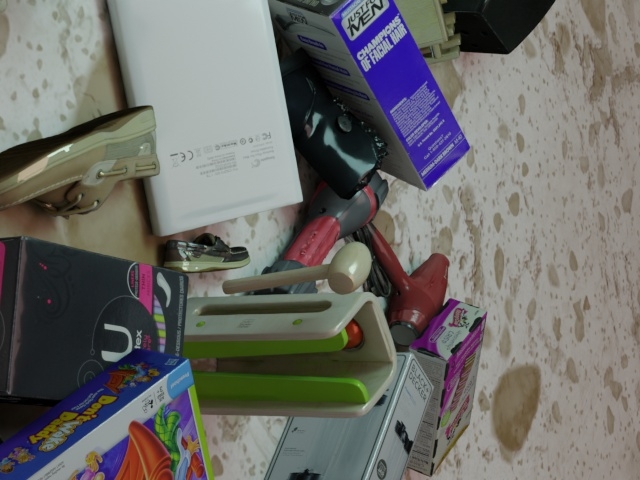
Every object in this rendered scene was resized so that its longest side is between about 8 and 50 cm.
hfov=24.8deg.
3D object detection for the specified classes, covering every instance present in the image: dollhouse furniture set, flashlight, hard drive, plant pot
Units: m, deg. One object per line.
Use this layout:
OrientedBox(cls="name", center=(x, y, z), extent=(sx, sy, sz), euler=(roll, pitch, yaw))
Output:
OrientedBox(cls="dollhouse furniture set", center=(0.116, -0.371, 2.292), extent=(0.242, 0.161, 0.212), euler=(-72, 148, -67))
OrientedBox(cls="flashlight", center=(0.000, 0.000, 2.056), extent=(0.304, 0.103, 0.103), euler=(-57, 150, -47))
OrientedBox(cls="hard drive", center=(-0.143, -0.177, 1.835), extent=(0.203, 0.040, 0.307), euler=(-15, 100, -25))
OrientedBox(cls="plant pot", center=(0.275, -0.420, 2.472), extent=(0.187, 0.188, 0.167), euler=(42, 64, -47))

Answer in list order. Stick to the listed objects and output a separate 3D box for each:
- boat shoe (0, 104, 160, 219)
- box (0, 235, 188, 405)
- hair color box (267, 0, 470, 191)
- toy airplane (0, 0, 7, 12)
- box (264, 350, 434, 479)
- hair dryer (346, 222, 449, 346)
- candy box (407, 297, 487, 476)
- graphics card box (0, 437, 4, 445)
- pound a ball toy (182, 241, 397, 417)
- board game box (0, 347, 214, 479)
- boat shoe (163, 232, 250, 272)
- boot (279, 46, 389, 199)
OrientedBox(cls="boat shoe", center=(-0.275, -0.074, 1.647), extent=(0.302, 0.109, 0.098), euler=(-35, 115, -59))
OrientedBox(cls="box", center=(-0.283, 0.097, 1.578), extent=(0.270, 0.143, 0.165), euler=(15, 75, -55))
OrientedBox(cls="hair color box", center=(0.066, -0.243, 2.096), extent=(0.110, 0.185, 0.339), euler=(-45, 129, -14))
OrientedBox(cls="toy airplane", center=(-0.299, -0.431, 1.551), extent=(0.386, 0.272, 0.384), euler=(-10, 83, -21))
OrientedBox(cls="box", center=(0.034, 0.293, 2.026), extent=(0.087, 0.169, 0.290), euler=(56, 43, -38))
OrientedBox(cls="hair dryer", center=(0.126, 0.054, 2.275), extent=(0.293, 0.080, 0.223), euler=(3, 84, -57))
OrientedBox(cls="candy box", center=(0.189, 0.231, 2.285), extent=(0.159, 0.071, 0.233), euler=(-44, 147, -49))
OrientedBox(cls="graphics card box", center=(-0.383, 0.308, 1.449), extent=(0.371, 0.094, 0.232), euler=(60, 41, -33))
OrientedBox(cls="pound a ball toy", center=(-0.042, 0.096, 1.789), extent=(0.136, 0.319, 0.208), euler=(-47, 125, -49))
OrientedBox(cls="board game box", center=(-0.246, 0.293, 1.461), extent=(0.347, 0.078, 0.233), euler=(-37, 125, -46))
OrientedBox(cls="boat shoe", center=(-0.143, 0.015, 1.883), extent=(0.152, 0.056, 0.049), euler=(-8, 99, -57))
OrientedBox(cls="boot", center=(-0.016, -0.141, 1.992), extent=(0.207, 0.094, 0.246), euler=(48, 35, -4))
